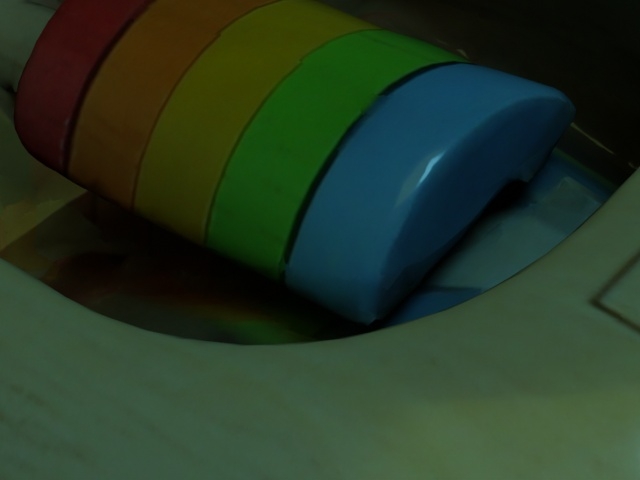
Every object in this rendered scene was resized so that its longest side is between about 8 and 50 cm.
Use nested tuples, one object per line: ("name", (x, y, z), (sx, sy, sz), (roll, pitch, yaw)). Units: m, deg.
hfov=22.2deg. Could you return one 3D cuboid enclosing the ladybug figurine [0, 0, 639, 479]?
("ladybug figurine", (0.000, 0.000, 0.487), (0.305, 0.162, 0.449), (-40, 49, -23))
